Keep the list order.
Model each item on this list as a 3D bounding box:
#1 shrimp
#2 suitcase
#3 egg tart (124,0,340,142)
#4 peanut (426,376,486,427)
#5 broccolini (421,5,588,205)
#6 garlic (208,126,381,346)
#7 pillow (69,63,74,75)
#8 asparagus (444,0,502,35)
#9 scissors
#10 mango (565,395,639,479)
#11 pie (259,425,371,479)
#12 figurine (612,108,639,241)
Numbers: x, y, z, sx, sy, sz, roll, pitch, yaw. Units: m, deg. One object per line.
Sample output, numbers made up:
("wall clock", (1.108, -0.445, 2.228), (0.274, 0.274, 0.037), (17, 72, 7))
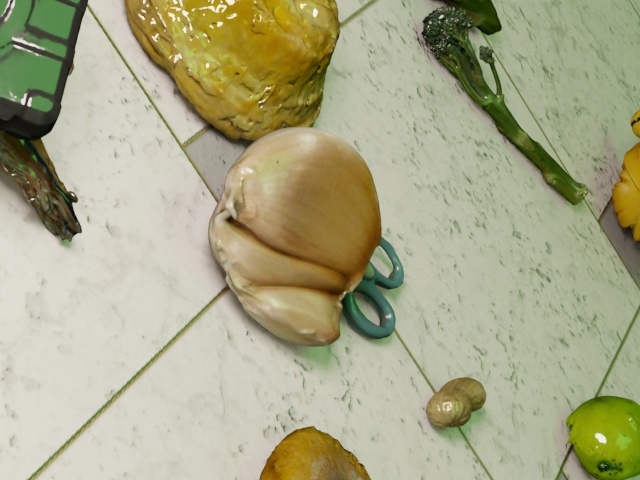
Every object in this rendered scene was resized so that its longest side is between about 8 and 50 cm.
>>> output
("shrimp", (-0.299, -0.066, 1.251), (0.219, 0.046, 0.152), (56, 42, -24))
("suitcase", (-0.342, -0.219, 1.186), (0.285, 0.066, 0.206), (19, 68, -23))
("egg tart", (-0.083, -0.276, 1.610), (0.341, 0.129, 0.341), (31, 44, -36))
("peanut", (0.167, 0.196, 1.691), (0.113, 0.054, 0.054), (-24, 88, -55))
("broccolini", (0.289, -0.202, 2.080), (0.392, 0.074, 0.079), (42, 47, -25))
("garlic", (-0.037, -0.020, 1.494), (0.228, 0.110, 0.217), (40, 72, -41))
("pillow", (-0.337, -0.268, 1.308), (0.236, 0.084, 0.223), (-2, 76, -46))
("asparagus", (0.177, -0.397, 2.066), (0.287, 0.080, 0.080), (25, 50, -41))
("scissors", (0.000, 0.000, 1.608), (0.289, 0.041, 0.138), (40, 49, -31))
("mango", (0.406, 0.265, 1.911), (0.119, 0.100, 0.178), (62, 27, 2))
("pie", (0.013, 0.318, 1.400), (0.273, 0.069, 0.273), (31, 48, -43))
("figurine", (0.599, -0.077, 2.294), (0.323, 0.196, 0.320), (-5, 79, -64))
